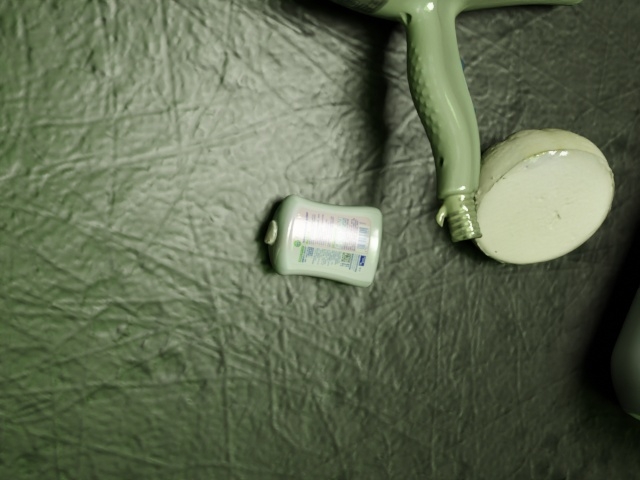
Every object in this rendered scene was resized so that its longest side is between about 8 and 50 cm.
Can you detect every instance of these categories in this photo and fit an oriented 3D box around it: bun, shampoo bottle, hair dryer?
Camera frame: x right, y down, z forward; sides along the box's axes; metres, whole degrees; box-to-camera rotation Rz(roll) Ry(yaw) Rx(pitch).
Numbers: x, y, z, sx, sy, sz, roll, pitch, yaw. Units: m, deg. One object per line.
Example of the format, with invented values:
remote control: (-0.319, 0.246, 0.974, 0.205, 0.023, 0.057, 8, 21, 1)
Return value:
bun: (0.190, -0.050, 0.690, 0.138, 0.094, 0.138, -8, 130, -9)
shampoo bottle: (0.000, 0.000, 0.645, 0.099, 0.043, 0.072, 8, 89, -19)
hair dryer: (0.146, -0.182, 0.645, 0.296, 0.119, 0.298, -28, 92, -30)

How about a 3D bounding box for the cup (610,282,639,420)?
cup: (0.421, 0.049, 0.710, 0.212, 0.212, 0.317, 28, 84, -19)
